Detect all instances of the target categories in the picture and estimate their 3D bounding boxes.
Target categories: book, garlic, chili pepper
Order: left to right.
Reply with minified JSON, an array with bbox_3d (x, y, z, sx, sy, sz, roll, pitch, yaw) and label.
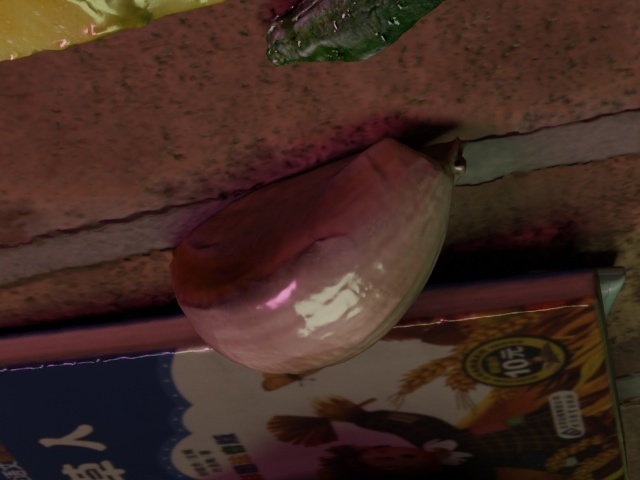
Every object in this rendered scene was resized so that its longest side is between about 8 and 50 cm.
[{"bbox_3d":[-0.022,0.119,1.256,0.428,0.039,0.300,-7,151,9],"label":"book"},{"bbox_3d":[-0.004,0.015,1.042,0.195,0.101,0.087,-30,142,34],"label":"garlic"},{"bbox_3d":[0.047,-0.131,0.855,0.088,0.059,0.227,23,143,-34],"label":"chili pepper"}]

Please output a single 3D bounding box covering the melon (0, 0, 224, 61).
[{"bbox_3d":[-0.160,-0.127,0.721,0.323,0.124,0.196,-17,128,13],"label":"melon"}]

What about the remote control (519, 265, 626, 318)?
[{"bbox_3d":[0.144,0.061,1.227,0.065,0.029,0.166,-3,150,-9],"label":"remote control"}]
